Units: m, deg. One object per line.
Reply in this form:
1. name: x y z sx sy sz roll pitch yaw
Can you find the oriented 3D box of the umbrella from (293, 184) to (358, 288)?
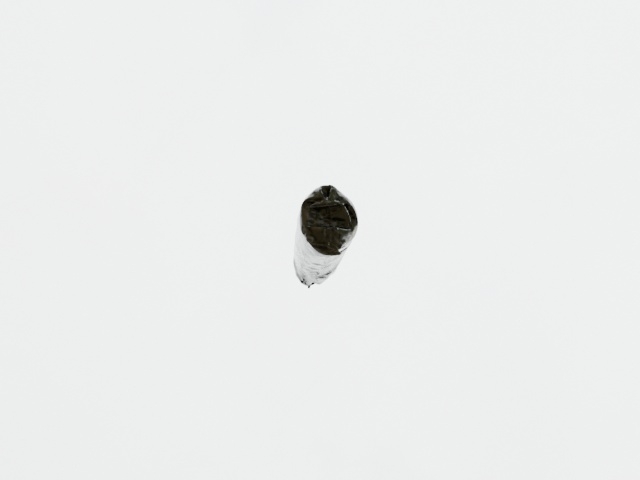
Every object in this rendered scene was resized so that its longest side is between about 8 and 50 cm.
1. umbrella: 0.000 0.002 0.576 0.031 0.133 0.036 31 -99 3
